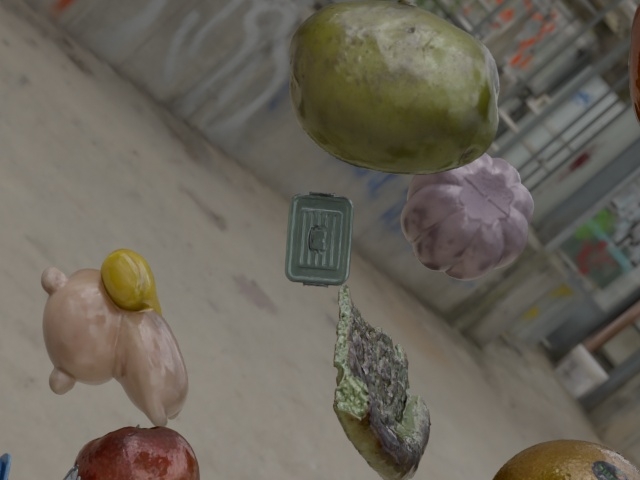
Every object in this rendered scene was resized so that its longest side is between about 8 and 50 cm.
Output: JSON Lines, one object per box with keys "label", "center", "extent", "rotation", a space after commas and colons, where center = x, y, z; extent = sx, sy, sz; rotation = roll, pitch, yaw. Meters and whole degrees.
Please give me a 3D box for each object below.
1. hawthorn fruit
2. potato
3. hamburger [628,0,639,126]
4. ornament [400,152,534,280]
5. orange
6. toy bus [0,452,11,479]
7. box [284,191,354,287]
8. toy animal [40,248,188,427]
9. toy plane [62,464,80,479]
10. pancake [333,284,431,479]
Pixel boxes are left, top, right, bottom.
{"label": "hawthorn fruit", "center": [-0.267, 0.384, 1.809], "extent": [0.196, 0.196, 0.226], "rotation": [32, 44, -57]}
{"label": "potato", "center": [0.078, -0.165, 1.338], "extent": [0.148, 0.228, 0.197], "rotation": [54, 37, -77]}
{"label": "hamburger", "center": [0.476, -0.174, 1.203], "extent": [0.330, 0.330, 0.250], "rotation": [46, 0, -12]}
{"label": "ornament", "center": [0.195, -0.033, 1.680], "extent": [0.177, 0.177, 0.177], "rotation": [47, 11, -12]}
{"label": "orange", "center": [0.351, 0.417, 1.752], "extent": [0.274, 0.274, 0.274], "rotation": [47, 11, -12]}
{"label": "toy bus", "center": [-0.597, 0.391, 1.734], "extent": [0.190, 0.312, 0.152], "rotation": [37, 26, -25]}
{"label": "box", "center": [0.000, 0.000, 1.601], "extent": [0.084, 0.122, 0.069], "rotation": [5, -3, 3]}
{"label": "toy animal", "center": [-0.401, 0.196, 2.326], "extent": [0.277, 0.246, 0.345], "rotation": [166, -95, -79]}
{"label": "toy plane", "center": [-0.225, 0.391, 1.564], "extent": [0.273, 0.182, 0.107], "rotation": [24, 12, -6]}
{"label": "pancake", "center": [0.115, 0.262, 2.086], "extent": [0.427, 0.067, 0.305], "rotation": [47, 33, -54]}
